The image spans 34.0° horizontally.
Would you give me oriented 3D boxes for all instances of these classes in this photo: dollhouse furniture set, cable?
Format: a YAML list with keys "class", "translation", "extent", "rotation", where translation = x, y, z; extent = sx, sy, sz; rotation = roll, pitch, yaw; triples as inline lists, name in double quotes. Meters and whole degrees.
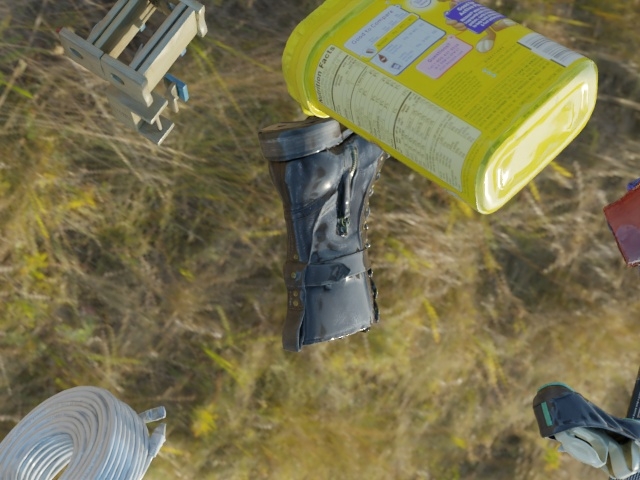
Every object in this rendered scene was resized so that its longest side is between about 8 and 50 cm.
- class: "dollhouse furniture set"
  translation: [-0.231, -0.237, 1.331]
  extent: [0.129, 0.129, 0.184]
  rotation: [-55, 172, -16]
- class: "cable"
  translation: [-0.354, 0.319, 1.425]
  extent: [0.089, 0.257, 0.257]
  rotation: [53, 41, -34]

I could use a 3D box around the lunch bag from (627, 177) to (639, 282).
- class: "lunch bag"
  translation: [0.361, -0.010, 0.945]
  extent: [0.096, 0.151, 0.129]
  rotation: [-77, 153, -59]

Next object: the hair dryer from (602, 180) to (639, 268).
- class: "hair dryer"
  translation: [0.258, -0.043, 0.491]
  extent: [0.223, 0.293, 0.080]
  rotation: [-22, 90, -38]

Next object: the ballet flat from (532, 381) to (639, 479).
- class: "ballet flat"
  translation: [0.309, 0.222, 1.142]
  extent: [0.203, 0.074, 0.074]
  rotation: [29, 89, -29]

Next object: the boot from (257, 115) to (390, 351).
- class: "boot"
  translation: [0.027, -0.019, 1.079]
  extent: [0.263, 0.091, 0.229]
  rotation: [-22, 107, -49]

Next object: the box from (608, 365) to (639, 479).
- class: "box"
  translation: [0.563, 0.345, 1.601]
  extent: [0.060, 0.216, 0.270]
  rotation: [-36, 139, -63]

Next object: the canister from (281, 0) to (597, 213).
- class: "canister"
  translation: [0.077, -0.104, 0.681]
  extent: [0.126, 0.170, 0.073]
  rotation: [-41, 146, -19]
